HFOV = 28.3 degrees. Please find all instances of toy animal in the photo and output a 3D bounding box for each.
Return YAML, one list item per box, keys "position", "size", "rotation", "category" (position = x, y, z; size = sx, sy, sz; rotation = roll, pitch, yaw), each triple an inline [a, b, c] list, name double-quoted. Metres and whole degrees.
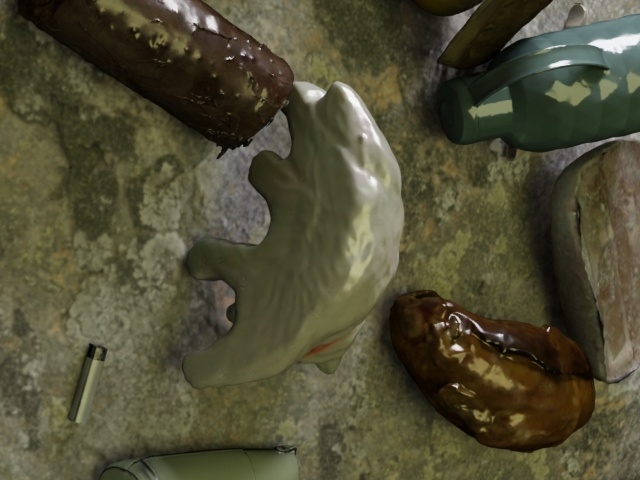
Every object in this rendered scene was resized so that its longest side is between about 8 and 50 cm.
- position: [0.000, 0.000, 1.374]
  size: [0.188, 0.266, 0.308]
  rotation: [17, 62, -44]
  category: "toy animal"

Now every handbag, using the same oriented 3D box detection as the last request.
- position: [-0.117, 0.346, 1.428]
  size: [0.315, 0.109, 0.241]
  rotation: [9, 93, -47]
  category: "handbag"

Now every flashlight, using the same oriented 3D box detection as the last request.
- position: [-0.244, 0.150, 1.335]
  size: [0.018, 0.018, 0.083]
  rotation: [17, 87, -32]
  category: "flashlight"

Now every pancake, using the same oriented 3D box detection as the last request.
- position: [0.225, -0.272, 1.465]
  size: [0.050, 0.242, 0.242]
  rotation: [44, 68, 9]
  category: "pancake"

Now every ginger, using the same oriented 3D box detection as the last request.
- position: [0.223, 0.168, 1.557]
  size: [0.321, 0.172, 0.165]
  rotation: [28, 119, -34]
  category: "ginger"

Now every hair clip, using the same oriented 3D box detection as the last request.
- position: [0.306, -0.190, 1.636]
  size: [0.072, 0.034, 0.226]
  rotation: [32, 80, -33]
  category: "hair clip"

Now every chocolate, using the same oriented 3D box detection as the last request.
- position: [0.369, 0.023, 1.670]
  size: [0.185, 0.100, 0.303]
  rotation: [-27, 113, -38]
  category: "chocolate"

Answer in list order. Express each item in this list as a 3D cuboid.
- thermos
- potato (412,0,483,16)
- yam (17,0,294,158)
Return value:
- position: [0.285, -0.183, 1.515]
  size: [0.286, 0.182, 0.145]
  rotation: [-14, 75, -18]
  category: "thermos"
- position: [0.136, -0.355, 1.449]
  size: [0.194, 0.157, 0.157]
  rotation: [43, 73, -16]
  category: "potato"
- position: [-0.158, -0.198, 1.279]
  size: [0.279, 0.131, 0.131]
  rotation: [32, 79, -33]
  category: "yam"
